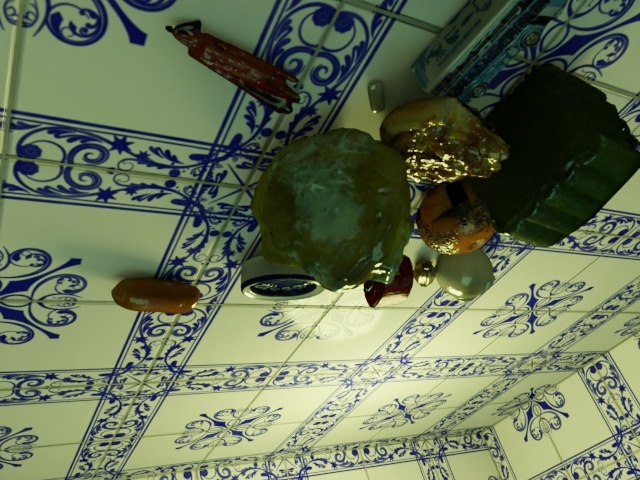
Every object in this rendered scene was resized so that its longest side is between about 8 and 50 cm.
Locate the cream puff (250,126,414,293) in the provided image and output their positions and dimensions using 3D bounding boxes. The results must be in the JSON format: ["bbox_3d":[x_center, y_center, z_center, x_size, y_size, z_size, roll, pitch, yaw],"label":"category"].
[{"bbox_3d":[0.033,-0.061,1.311,0.378,0.379,0.275,-26,-177,11],"label":"cream puff"}]

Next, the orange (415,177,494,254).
[{"bbox_3d":[0.373,-0.064,1.569,0.234,0.182,0.234,-24,152,-14],"label":"orange"}]

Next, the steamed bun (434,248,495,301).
[{"bbox_3d":[0.475,0.117,1.903,0.177,0.131,0.228,-34,141,18],"label":"steamed bun"}]

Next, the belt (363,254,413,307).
[{"bbox_3d":[0.195,0.124,1.783,0.124,0.128,0.201,-6,145,-19],"label":"belt"}]

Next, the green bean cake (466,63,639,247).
[{"bbox_3d":[0.512,-0.185,1.334,0.218,0.335,0.319,16,136,-27],"label":"green bean cake"}]

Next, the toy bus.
[{"bbox_3d":[0.319,-0.391,1.142,0.130,0.106,0.297,17,131,-38],"label":"toy bus"}]

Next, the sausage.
[{"bbox_3d":[-0.431,0.146,1.553,0.238,0.098,0.098,12,136,-38],"label":"sausage"}]

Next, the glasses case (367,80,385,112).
[{"bbox_3d":[0.119,-0.302,1.242,0.032,0.021,0.083,-18,146,1],"label":"glasses case"}]

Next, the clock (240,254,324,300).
[{"bbox_3d":[-0.102,0.101,1.598,0.230,0.083,0.230,-2,162,-1],"label":"clock"}]

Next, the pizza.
[{"bbox_3d":[0.257,-0.202,1.261,0.277,0.114,0.409,16,173,-1],"label":"pizza"}]

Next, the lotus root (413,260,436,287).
[{"bbox_3d":[0.332,0.101,1.872,0.072,0.063,0.152,22,152,12],"label":"lotus root"}]

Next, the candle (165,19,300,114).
[{"bbox_3d":[-0.151,-0.313,1.068,0.301,0.059,0.084,18,122,-41],"label":"candle"}]
